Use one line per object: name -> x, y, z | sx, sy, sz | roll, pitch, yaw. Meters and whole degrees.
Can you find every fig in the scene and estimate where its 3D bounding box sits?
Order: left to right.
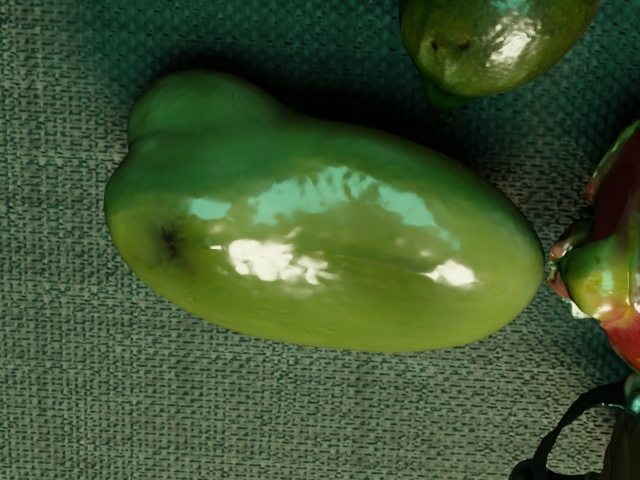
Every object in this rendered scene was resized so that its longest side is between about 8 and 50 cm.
fig -> 0.087, -0.125, 1.118 | 0.117, 0.117, 0.177 | 25, 138, -12

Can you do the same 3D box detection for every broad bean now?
broad bean -> 0.000, 0.000, 1.171 | 0.263, 0.121, 0.189 | 20, 143, 3

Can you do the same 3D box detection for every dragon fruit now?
dragon fruit -> 0.253, 0.008, 1.133 | 0.227, 0.224, 0.224 | 32, 122, 15

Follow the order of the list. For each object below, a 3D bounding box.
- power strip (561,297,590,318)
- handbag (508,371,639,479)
power strip -> 0.197, 0.028, 1.257 | 0.090, 0.016, 0.040 | -5, 123, 7
handbag -> 0.249, 0.185, 1.195 | 0.283, 0.302, 0.149 | 17, 120, -1
